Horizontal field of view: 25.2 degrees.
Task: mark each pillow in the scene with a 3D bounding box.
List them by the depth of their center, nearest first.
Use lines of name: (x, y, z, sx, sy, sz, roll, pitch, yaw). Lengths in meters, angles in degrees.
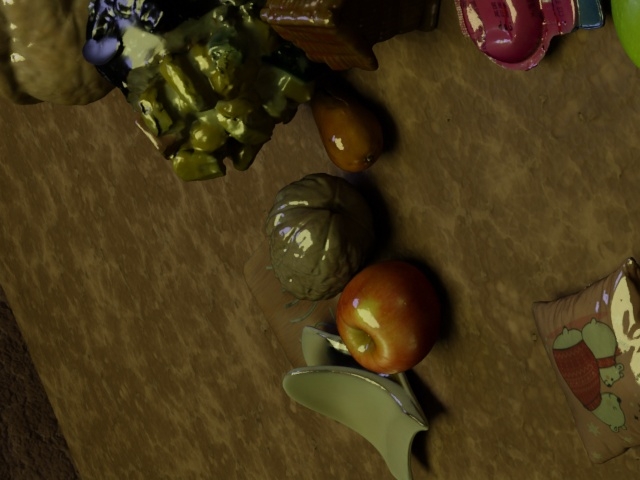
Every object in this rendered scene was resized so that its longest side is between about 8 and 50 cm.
pillow: (0.359, 0.148, 1.732, 0.236, 0.084, 0.223, -37, 76, 57)

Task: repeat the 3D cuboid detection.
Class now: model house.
model house: (0.026, -0.321, 1.816, 0.199, 0.229, 0.219, 26, 130, 41)

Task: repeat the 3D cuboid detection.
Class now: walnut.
walnut: (-0.002, 0.000, 2.134, 0.178, 0.178, 0.230, 53, 156, 23)
walnut: (-0.479, -0.413, 2.468, 0.381, 0.381, 0.381, 36, 138, 42)

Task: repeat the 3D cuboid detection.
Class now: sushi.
sushi: (-0.134, -0.272, 2.010, 0.328, 0.328, 0.285, -49, 64, 40)

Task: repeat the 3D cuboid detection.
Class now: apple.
apple: (0.101, 0.108, 2.072, 0.163, 0.139, 0.163, 28, 138, 29)

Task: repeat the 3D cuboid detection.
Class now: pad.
pad: (-0.019, 0.112, 2.376, 0.284, 0.018, 0.286, 60, 149, 12)

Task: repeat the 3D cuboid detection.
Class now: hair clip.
hair clip: (0.062, 0.242, 2.253, 0.282, 0.113, 0.172, 27, 139, 19)

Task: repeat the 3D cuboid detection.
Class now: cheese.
cheese: (0.239, -0.274, 1.663, 0.244, 0.062, 0.155, 2, 112, 56)

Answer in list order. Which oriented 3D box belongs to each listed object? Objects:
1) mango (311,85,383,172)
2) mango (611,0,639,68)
mango: (0.040, -0.159, 2.044, 0.159, 0.084, 0.105, -111, 7, -51)
mango: (0.368, -0.307, 1.342, 0.192, 0.156, 0.343, 30, 131, 43)
